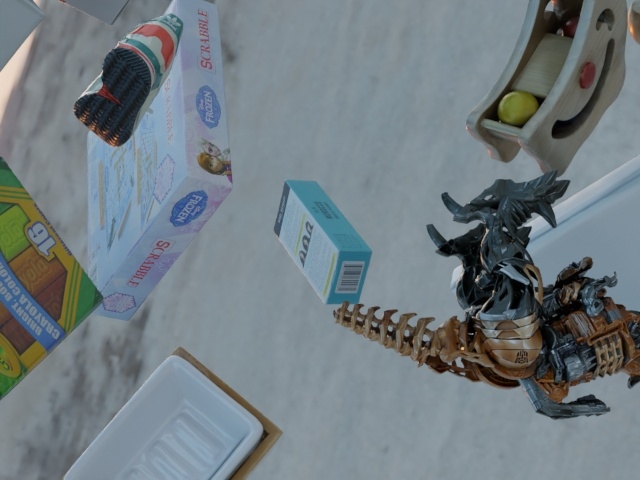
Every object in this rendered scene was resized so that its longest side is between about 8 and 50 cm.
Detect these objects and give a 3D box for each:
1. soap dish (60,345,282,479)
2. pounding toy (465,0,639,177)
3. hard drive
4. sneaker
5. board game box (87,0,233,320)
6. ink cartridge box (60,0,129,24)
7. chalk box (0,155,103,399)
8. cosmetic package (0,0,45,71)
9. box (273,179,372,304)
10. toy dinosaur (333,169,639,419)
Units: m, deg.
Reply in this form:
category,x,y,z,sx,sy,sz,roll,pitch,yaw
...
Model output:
category,x,y,z,sx,sy,sz,roll,pitch,yaw
soap dish,-0.227,0.344,2.040,0.291,0.229,0.118,-49,-24,-11
pounding toy,0.283,-0.185,1.382,0.269,0.155,0.154,-52,-38,-24
hard drive,0.352,0.029,1.501,0.353,0.233,0.047,-35,31,42
sneaker,-0.154,-0.137,1.117,0.075,0.057,0.161,-51,5,-29
board game box,-0.224,-0.109,1.773,0.318,0.066,0.319,-47,39,43
ink cartridge box,-0.259,-0.350,1.492,0.072,0.127,0.175,-40,33,49
chalk box,-0.361,0.075,1.186,0.179,0.180,0.289,-30,11,23
cosmetic package,-0.475,-0.155,1.355,0.385,0.156,0.217,-48,38,6
box,0.000,0.000,2.131,0.244,0.060,0.100,-126,44,-53
toy dinosaur,0.185,0.063,1.264,0.164,0.322,0.218,-36,51,50
